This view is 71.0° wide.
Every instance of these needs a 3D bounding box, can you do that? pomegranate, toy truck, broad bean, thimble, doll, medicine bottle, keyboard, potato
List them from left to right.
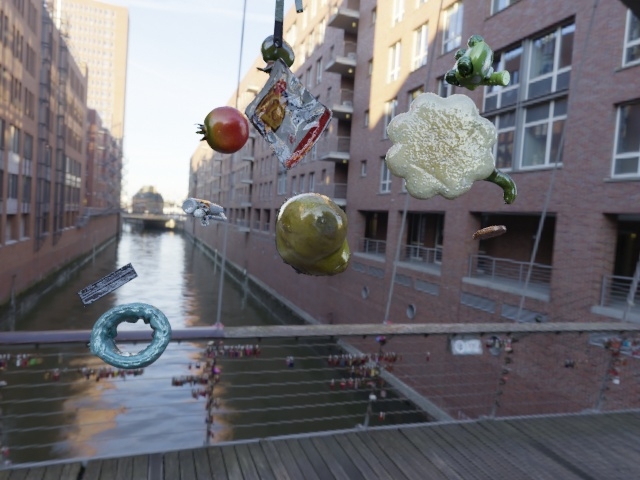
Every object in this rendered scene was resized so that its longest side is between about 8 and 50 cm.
[{"bbox_3d":[-0.735,0.151,1.552,0.198,0.063,0.010,-32,-12,-14],"label":"keyboard"},{"bbox_3d":[-0.569,0.289,1.345,0.235,0.198,0.143,-13,-9,-20],"label":"thimble"},{"bbox_3d":[-0.375,-0.080,1.452,0.040,0.058,0.085,51,-5,30],"label":"doll"},{"bbox_3d":[-0.445,-0.115,1.766,0.061,0.092,0.221,-42,-13,14],"label":"medicine bottle"},{"bbox_3d":[-0.461,-0.514,2.092,0.257,0.220,0.221,-8,8,-27],"label":"pomegranate"},{"bbox_3d":[-0.185,-0.732,1.822,0.131,0.191,0.152,-4,-24,41],"label":"pomegranate"},{"bbox_3d":[0.000,0.000,1.703,0.290,0.397,0.296,-31,18,-16],"label":"potato"},{"bbox_3d":[0.590,-0.648,1.712,0.211,0.148,0.187,31,-11,-24],"label":"toy truck"},{"bbox_3d":[0.495,-0.195,1.313,0.213,0.070,0.048,47,-8,2],"label":"broad bean"}]

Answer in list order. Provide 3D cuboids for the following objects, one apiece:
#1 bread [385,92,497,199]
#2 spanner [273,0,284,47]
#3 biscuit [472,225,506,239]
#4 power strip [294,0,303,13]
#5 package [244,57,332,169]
[{"bbox_3d":[0.333,-0.260,1.239,0.316,0.315,0.054,4,6,2],"label":"bread"},{"bbox_3d":[-0.148,-0.852,1.591,0.087,0.315,0.024,17,28,19],"label":"spanner"},{"bbox_3d":[0.538,-0.026,1.429,0.102,0.019,0.130,-12,-12,11],"label":"biscuit"},{"bbox_3d":[-0.071,-0.775,1.481,0.027,0.083,0.017,-9,-32,7],"label":"power strip"},{"bbox_3d":[-0.076,-0.278,0.980,0.030,0.154,0.239,10,36,-53],"label":"package"}]
